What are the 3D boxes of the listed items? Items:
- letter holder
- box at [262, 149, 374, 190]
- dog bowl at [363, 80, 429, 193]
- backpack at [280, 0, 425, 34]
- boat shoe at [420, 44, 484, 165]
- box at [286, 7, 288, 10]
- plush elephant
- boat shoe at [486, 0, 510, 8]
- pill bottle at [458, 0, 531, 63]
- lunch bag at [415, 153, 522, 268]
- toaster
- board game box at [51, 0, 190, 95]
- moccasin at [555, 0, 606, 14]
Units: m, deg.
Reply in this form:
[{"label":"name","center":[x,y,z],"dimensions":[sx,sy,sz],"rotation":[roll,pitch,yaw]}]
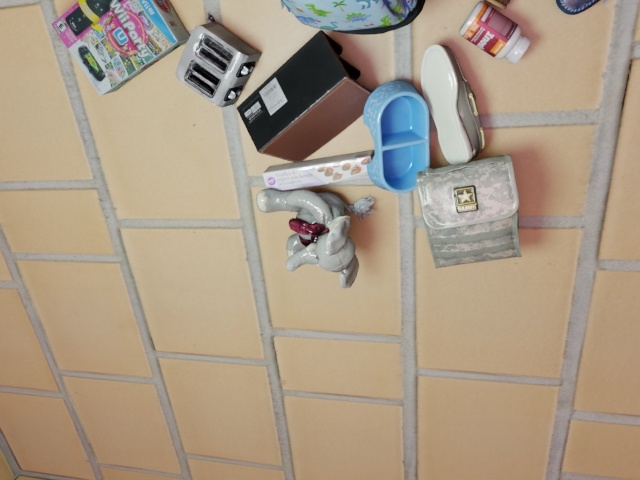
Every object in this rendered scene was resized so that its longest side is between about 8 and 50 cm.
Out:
[{"label":"letter holder","center":[-0.027,-0.361,1.312],"dimensions":[0.302,0.214,0.151],"rotation":[-34,72,25]},{"label":"box","center":[-0.003,-0.197,1.421],"dimensions":[0.324,0.067,0.063],"rotation":[-7,115,16]},{"label":"dog bowl","center":[0.206,-0.258,1.291],"dimensions":[0.166,0.074,0.297],"rotation":[-12,118,-9]},{"label":"backpack","center":[0.036,-0.548,0.976],"dimensions":[0.290,0.355,0.273],"rotation":[12,77,21]},{"label":"boat shoe","center":[0.337,-0.343,1.247],"dimensions":[0.109,0.091,0.304],"rotation":[9,123,57]},{"label":"box","center":[-0.017,-0.647,1.210],"dimensions":[0.179,0.043,0.105],"rotation":[-17,111,19]},{"label":"plush elephant","center":[0.000,0.000,1.394],"dimensions":[0.330,0.255,0.271],"rotation":[-10,132,11]},{"label":"boat shoe","center":[0.348,-0.603,1.121],"dimensions":[0.207,0.073,0.073],"rotation":[30,121,-2]},{"label":"pill bottle","center":[0.410,-0.482,1.160],"dimensions":[0.152,0.086,0.086],"rotation":[32,119,-2]},{"label":"lunch bag","center":[0.386,-0.080,1.288],"dimensions":[0.236,0.168,0.287],"rotation":[-9,132,18]},{"label":"toaster","center":[-0.279,-0.475,1.324],"dimensions":[0.186,0.110,0.168],"rotation":[35,118,-4]},{"label":"board game box","center":[-0.542,-0.572,1.350],"dimensions":[0.304,0.097,0.224],"rotation":[-24,109,23]},{"label":"moccasin","center":[0.627,-0.628,1.013],"dimensions":[0.138,0.116,0.342],"rotation":[35,119,-4]}]
